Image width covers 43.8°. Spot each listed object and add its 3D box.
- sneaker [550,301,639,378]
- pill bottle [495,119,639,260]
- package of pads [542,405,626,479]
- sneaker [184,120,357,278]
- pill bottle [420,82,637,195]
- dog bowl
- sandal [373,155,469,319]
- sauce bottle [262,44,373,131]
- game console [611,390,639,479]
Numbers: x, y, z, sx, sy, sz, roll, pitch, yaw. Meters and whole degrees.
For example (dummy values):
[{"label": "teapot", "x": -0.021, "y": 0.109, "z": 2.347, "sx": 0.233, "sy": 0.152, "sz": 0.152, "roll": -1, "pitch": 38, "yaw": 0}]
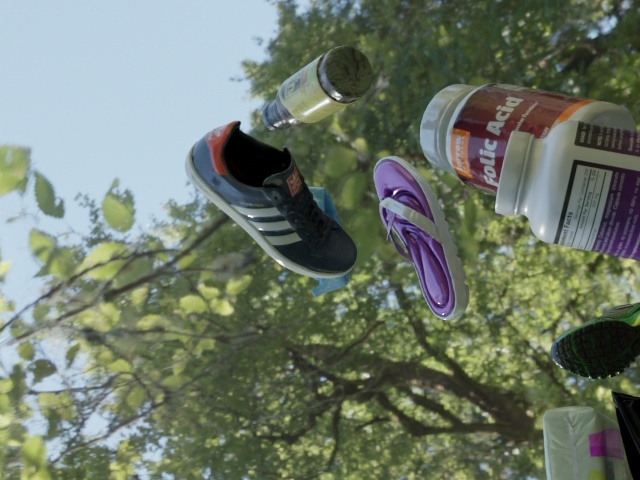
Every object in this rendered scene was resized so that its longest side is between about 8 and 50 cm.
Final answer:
[{"label": "sneaker", "x": 0.686, "y": 0.231, "z": 1.868, "sx": 0.344, "sy": 0.146, "sz": 0.134, "roll": -13, "pitch": -86, "yaw": -17}, {"label": "pill bottle", "x": 0.423, "y": -0.068, "z": 1.133, "sx": 0.181, "sy": 0.323, "sz": 0.181, "roll": 13, "pitch": -90, "yaw": -75}, {"label": "package of pads", "x": 0.442, "y": 0.432, "z": 1.300, "sx": 0.229, "sy": 0.101, "sz": 0.296, "roll": 32, "pitch": -126, "yaw": -58}, {"label": "sneaker", "x": -0.057, "y": -0.067, "z": 1.334, "sx": 0.350, "sy": 0.148, "sz": 0.131, "roll": 35, "pitch": -130, "yaw": -17}, {"label": "pill bottle", "x": 0.389, "y": -0.187, "z": 1.552, "sx": 0.224, "sy": 0.392, "sz": 0.223, "roll": -12, "pitch": -67, "yaw": -30}, {"label": "dog bowl", "x": 0.000, "y": 0.000, "z": 1.606, "sx": 0.297, "sy": 0.074, "sz": 0.165, "roll": 67, "pitch": -162, "yaw": -59}, {"label": "sandal", "x": 0.201, "y": -0.017, "z": 1.749, "sx": 0.102, "sy": 0.169, "sz": 0.416, "roll": -9, "pitch": -121, "yaw": -30}, {"label": "sauce bottle", "x": -0.023, "y": -0.295, "z": 1.634, "sx": 0.112, "sy": 0.344, "sz": 0.111, "roll": 5, "pitch": -100, "yaw": -28}, {"label": "game console", "x": 0.469, "y": 0.380, "z": 1.043, "sx": 0.361, "sy": 0.044, "sz": 0.213, "roll": -94, "pitch": -18, "yaw": -55}]
